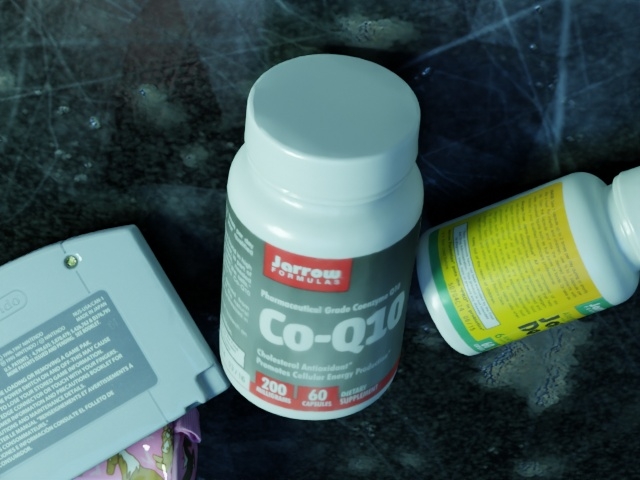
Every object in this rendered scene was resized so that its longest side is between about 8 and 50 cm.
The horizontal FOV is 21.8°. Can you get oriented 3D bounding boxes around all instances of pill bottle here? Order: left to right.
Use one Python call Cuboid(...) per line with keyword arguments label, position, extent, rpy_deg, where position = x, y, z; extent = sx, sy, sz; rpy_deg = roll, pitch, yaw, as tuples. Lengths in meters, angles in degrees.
Cuboid(label="pill bottle", position=(0.000, 0.000, 1.378), extent=(0.161, 0.161, 0.283), rpy_deg=(5, 132, 0))
Cuboid(label="pill bottle", position=(0.196, 0.012, 1.404), extent=(0.208, 0.117, 0.117), rpy_deg=(-22, 127, 22))

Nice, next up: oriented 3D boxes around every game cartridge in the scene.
Cuboid(label="game cartridge", position=(-0.255, 0.119, 1.483), extent=(0.297, 0.062, 0.198), rpy_deg=(-30, 89, 5))

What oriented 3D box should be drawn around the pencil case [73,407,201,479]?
Cuboid(label="pencil case", position=(-0.305, 0.208, 1.598), extent=(0.386, 0.160, 0.167), rpy_deg=(4, 164, 1))
